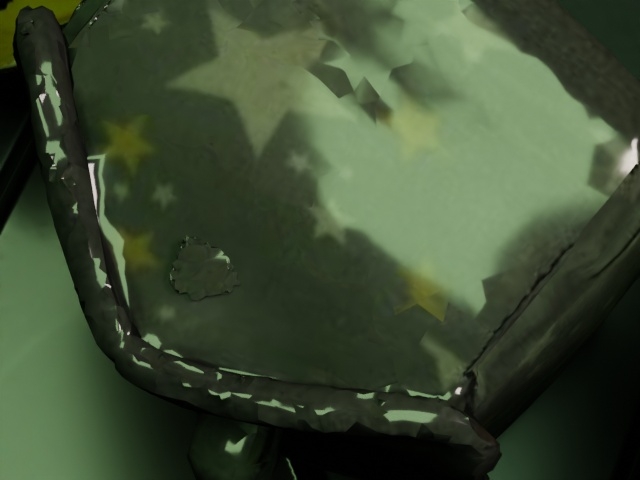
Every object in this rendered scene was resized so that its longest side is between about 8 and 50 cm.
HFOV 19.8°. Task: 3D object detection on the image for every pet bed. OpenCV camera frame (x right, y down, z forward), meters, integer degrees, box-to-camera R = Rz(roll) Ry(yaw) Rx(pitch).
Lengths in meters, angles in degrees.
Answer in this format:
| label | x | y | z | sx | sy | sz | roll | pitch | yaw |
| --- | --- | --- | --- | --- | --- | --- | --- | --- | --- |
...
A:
| label | x | y | z | sx | sy | sz | roll | pitch | yaw |
| --- | --- | --- | --- | --- | --- | --- | --- | --- | --- |
| pet bed | 0.000 | 0.000 | 0.569 | 0.183 | 0.211 | 0.159 | 42 | 82 | 9 |

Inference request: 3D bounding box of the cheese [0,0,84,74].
| label | x | y | z | sx | sy | sz | roll | pitch | yaw |
| --- | --- | --- | --- | --- | --- | --- | --- | --- | --- |
| cheese | -0.051 | -0.141 | 0.670 | 0.156 | 0.064 | 0.250 | 9 | 45 | 43 |
